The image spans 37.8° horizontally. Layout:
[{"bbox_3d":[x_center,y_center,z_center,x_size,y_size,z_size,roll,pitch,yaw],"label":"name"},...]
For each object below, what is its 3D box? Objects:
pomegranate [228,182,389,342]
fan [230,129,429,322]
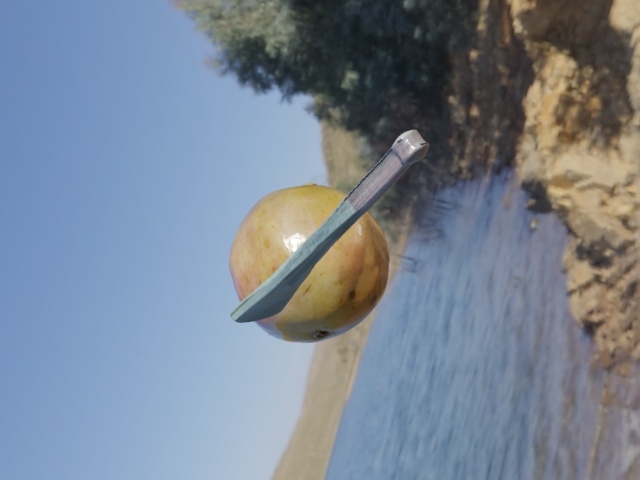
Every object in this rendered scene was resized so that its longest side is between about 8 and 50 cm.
[{"bbox_3d":[-0.017,0.025,1.068,0.191,0.191,0.191,15,-90,-86],"label":"pomegranate"},{"bbox_3d":[0.000,0.000,0.760,0.282,0.057,0.023,-49,57,47],"label":"fan"}]
